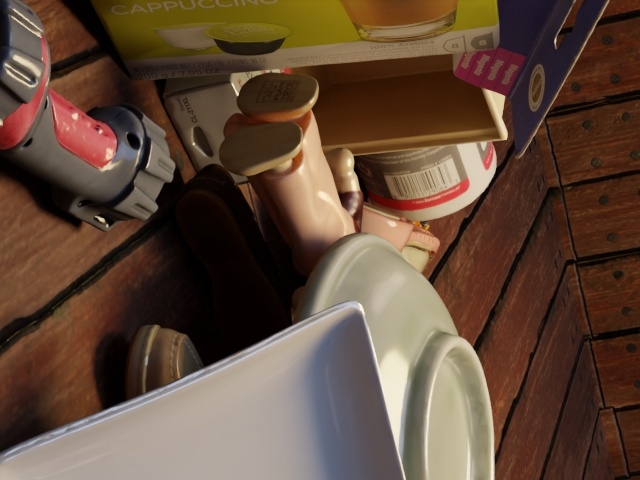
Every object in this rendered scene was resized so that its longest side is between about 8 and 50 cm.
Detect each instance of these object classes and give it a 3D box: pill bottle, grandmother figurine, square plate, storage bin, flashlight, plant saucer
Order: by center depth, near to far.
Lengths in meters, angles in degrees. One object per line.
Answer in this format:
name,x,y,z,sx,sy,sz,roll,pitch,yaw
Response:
flashlight,-0.194,-0.095,1.292,0.304,0.103,0.103,33,46,-67
square plate,-0.066,0.259,1.325,0.344,0.049,0.347,-23,104,-37
plant saucer,0.080,0.191,1.580,0.400,0.100,0.400,-3,90,-69
grandmother figurine,0.000,0.000,1.662,0.342,0.104,0.208,70,35,-43
storage bin,0.051,-0.230,1.927,0.262,0.260,0.123,64,29,-42
pill bottle,0.096,-0.192,2.205,0.176,0.176,0.318,-82,156,-48

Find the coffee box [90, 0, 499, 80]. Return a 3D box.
coffee box,-0.037,-0.366,1.485,0.334,0.337,0.338,70,16,-67

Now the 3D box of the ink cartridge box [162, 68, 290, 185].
ink cartridge box,-0.088,-0.155,1.738,0.175,0.072,0.127,-84,158,-46

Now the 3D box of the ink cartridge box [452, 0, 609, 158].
ink cartridge box,0.187,-0.299,1.596,0.324,0.071,0.330,112,-18,-55

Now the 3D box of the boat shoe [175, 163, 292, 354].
boat shoe,-0.072,0.025,1.675,0.073,0.073,0.207,-68,144,-59

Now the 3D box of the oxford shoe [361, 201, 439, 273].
oxford shoe,0.039,0.031,2.026,0.397,0.140,0.146,16,95,-77

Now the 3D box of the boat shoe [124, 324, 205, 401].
boat shoe,-0.069,0.212,1.495,0.121,0.110,0.341,-74,149,-58

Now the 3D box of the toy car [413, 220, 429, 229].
toy car,0.118,-0.013,2.447,0.040,0.060,0.122,36,-4,4
